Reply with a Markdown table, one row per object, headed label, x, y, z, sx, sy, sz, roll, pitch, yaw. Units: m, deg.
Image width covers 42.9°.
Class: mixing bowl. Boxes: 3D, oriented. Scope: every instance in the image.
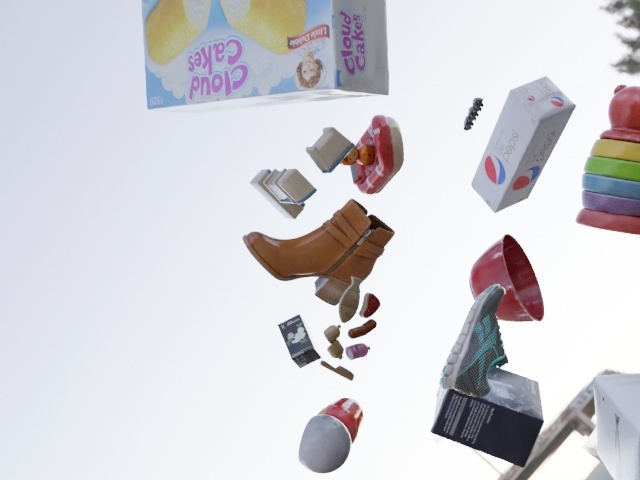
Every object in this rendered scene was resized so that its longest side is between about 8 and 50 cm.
| label | x | y | z | sx | sy | sz | roll | pitch | yaw |
| --- | --- | --- | --- | --- | --- | --- | --- | --- | --- |
| mixing bowl | 0.353 | 0.087 | 1.589 | 0.098 | 0.181 | 0.181 | -23 | -15 | 28 |

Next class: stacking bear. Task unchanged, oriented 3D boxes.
| label | x | y | z | sx | sy | sz | roll | pitch | yaw |
| --- | --- | --- | --- | --- | --- | --- | --- | --- | --- |
| stacking bear | 0.610 | -0.163 | 1.618 | 0.164 | 0.175 | 0.288 | 4 | -81 | -37 |

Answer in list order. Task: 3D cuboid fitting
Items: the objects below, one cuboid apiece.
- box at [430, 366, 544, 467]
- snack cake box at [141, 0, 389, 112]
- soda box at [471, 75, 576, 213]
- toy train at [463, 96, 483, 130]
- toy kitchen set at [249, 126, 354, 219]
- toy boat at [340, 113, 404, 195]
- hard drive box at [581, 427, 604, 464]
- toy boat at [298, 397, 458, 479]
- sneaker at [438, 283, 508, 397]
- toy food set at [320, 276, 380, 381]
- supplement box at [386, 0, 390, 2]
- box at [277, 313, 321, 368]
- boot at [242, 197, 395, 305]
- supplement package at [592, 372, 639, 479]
| label | x | y | z | sx | sy | sz | roll | pitch | yaw |
| --- | --- | --- | --- | --- | --- | --- | --- | --- | --- |
| box | 0.275 | 0.273 | 1.344 | 0.156 | 0.158 | 0.093 | -51 | -20 | -72 |
| snack cake box | -0.063 | -0.213 | 0.822 | 0.089 | 0.264 | 0.152 | -7 | -84 | -51 |
| soda box | 0.299 | -0.139 | 1.223 | 0.074 | 0.069 | 0.216 | -23 | -29 | -22 |
| toy train | 0.432 | -0.361 | 2.307 | 0.027 | 0.036 | 0.158 | -3 | -21 | -6 |
| toy kitchen set | -0.024 | -0.141 | 1.729 | 0.122 | 0.207 | 0.166 | 45 | -104 | -21 |
| toy boat | 0.107 | -0.211 | 1.998 | 0.151 | 0.151 | 0.231 | -1 | -24 | -21 |
| hard drive box | 0.491 | 0.320 | 1.117 | 0.089 | 0.232 | 0.181 | -52 | -17 | -5 |
| toy boat | 0.073 | 0.343 | 0.981 | 0.268 | 0.318 | 0.148 | -30 | -2 | 18 |
| sneaker | 0.223 | 0.139 | 1.104 | 0.166 | 0.076 | 0.065 | -62 | -12 | -17 |
| toy food set | 0.041 | 0.115 | 1.056 | 0.078 | 0.019 | 0.122 | 32 | -104 | -28 |
| supplement box | 0.119 | -0.656 | 1.818 | 0.130 | 0.239 | 0.073 | -30 | -5 | -11 |
| box | -0.041 | 0.200 | 1.618 | 0.052 | 0.083 | 0.062 | -26 | -31 | 2 |
| boot | 0.000 | 0.000 | 1.717 | 0.283 | 0.109 | 0.220 | 32 | -69 | -18 |
| supplement package | 0.387 | 0.228 | 0.928 | 0.179 | 0.105 | 0.105 | -72 | -23 | -80 |
